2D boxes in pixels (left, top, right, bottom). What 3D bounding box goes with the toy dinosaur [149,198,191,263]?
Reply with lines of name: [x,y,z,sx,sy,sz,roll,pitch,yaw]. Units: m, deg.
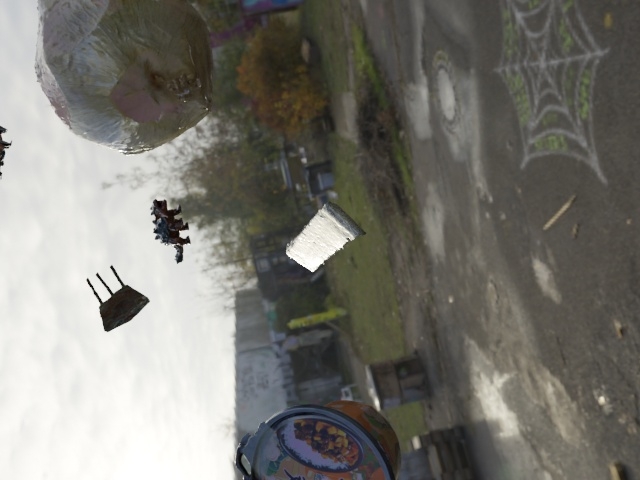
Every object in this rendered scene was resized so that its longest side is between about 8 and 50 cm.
toy dinosaur: [-0.234,-0.014,1.085,0.154,0.055,0.049,85,168,-50]

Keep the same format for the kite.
kite: [-0.469,0.125,1.587,0.016,0.127,0.229,39,155,27]

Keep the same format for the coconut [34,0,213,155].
coconut: [-0.318,-0.289,1.138,0.297,0.298,0.254,81,164,-45]

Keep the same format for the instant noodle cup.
instant noodle cup: [0.020,0.265,0.812,0.177,0.208,0.125,-66,-19,14]

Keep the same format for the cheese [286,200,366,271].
cheese: [-0.003,0.001,1.299,0.085,0.034,0.400,37,163,-4]

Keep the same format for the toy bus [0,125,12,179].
toy bus: [-0.613,-0.170,1.237,0.235,0.097,0.073,35,106,55]
